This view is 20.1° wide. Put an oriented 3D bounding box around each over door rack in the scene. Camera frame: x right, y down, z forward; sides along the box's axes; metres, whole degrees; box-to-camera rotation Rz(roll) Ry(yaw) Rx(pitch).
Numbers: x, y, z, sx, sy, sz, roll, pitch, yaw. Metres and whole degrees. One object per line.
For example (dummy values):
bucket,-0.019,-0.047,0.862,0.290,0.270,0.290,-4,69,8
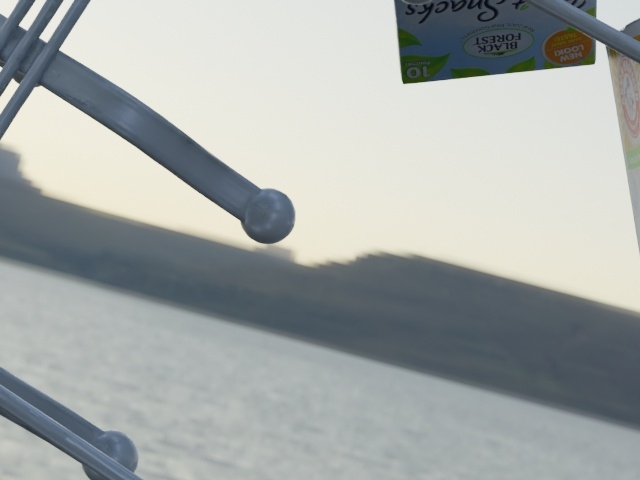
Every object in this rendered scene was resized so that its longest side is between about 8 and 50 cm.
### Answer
over door rack,0.000,0.000,0.630,0.324,0.239,0.108,31,-3,25

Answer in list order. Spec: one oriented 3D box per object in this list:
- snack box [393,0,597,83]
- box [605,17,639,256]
snack box,0.083,-0.143,0.872,0.100,0.037,0.141,-5,-43,3
box,0.201,-0.008,0.795,0.103,0.203,0.114,-10,2,-4
